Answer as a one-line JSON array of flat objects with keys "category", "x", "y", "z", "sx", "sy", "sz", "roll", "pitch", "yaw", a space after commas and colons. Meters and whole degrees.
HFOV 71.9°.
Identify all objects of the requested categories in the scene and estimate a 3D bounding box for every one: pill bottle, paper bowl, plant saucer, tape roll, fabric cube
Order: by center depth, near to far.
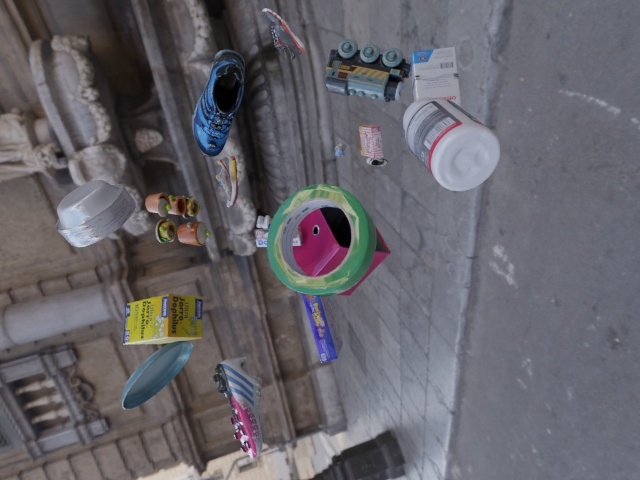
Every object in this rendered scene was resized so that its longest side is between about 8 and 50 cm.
[{"category": "pill bottle", "x": 0.337, "y": -0.282, "z": 1.208, "sx": 0.319, "sy": 0.176, "sz": 0.177, "roll": -106, "pitch": 8, "yaw": -54}, {"category": "tape roll", "x": 0.000, "y": 0.000, "z": 1.284, "sx": 0.077, "sy": 0.321, "sz": 0.322, "roll": 26, "pitch": -138, "yaw": -63}, {"category": "fabric cube", "x": 0.042, "y": 0.022, "z": 1.604, "sx": 0.258, "sy": 0.259, "sz": 0.254, "roll": -50, "pitch": 49, "yaw": 33}, {"category": "plant saucer", "x": -0.614, "y": 0.491, "z": 1.653, "sx": 0.043, "sy": 0.317, "sz": 0.318, "roll": 39, "pitch": 158, "yaw": 13}, {"category": "paper bowl", "x": -0.866, "y": -0.120, "z": 1.674, "sx": 0.148, "sy": 0.284, "sz": 0.284, "roll": 62, "pitch": 178, "yaw": -36}, {"category": "pill bottle", "x": -0.201, "y": -0.067, "z": 1.837, "sx": 0.067, "sy": 0.120, "sz": 0.067, "roll": -168, "pitch": 90, "yaw": -74}]

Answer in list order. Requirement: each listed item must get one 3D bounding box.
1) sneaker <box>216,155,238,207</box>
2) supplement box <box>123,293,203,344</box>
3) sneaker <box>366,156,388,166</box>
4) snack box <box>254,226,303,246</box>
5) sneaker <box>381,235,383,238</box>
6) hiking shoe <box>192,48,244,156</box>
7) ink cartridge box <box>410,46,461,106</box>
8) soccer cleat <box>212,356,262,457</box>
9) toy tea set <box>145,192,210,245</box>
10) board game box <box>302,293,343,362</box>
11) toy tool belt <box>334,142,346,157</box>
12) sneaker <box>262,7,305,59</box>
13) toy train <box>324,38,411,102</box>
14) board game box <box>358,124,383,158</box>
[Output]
[{"category": "sneaker", "x": -0.411, "y": -0.257, "z": 1.949, "sx": 0.088, "sy": 0.092, "sz": 0.226, "roll": 167, "pitch": 99, "yaw": -82}, {"category": "supplement box", "x": -0.739, "y": 0.376, "z": 2.070, "sx": 0.195, "sy": 0.356, "sz": 0.194, "roll": 16, "pitch": -116, "yaw": -52}, {"category": "sneaker", "x": 0.203, "y": -0.270, "z": 1.541, "sx": 0.037, "sy": 0.083, "sz": 0.032, "roll": -130, "pitch": 43, "yaw": -56}, {"category": "snack box", "x": -0.148, "y": -0.012, "z": 1.547, "sx": 0.022, "sy": 0.178, "sz": 0.064, "roll": -36, "pitch": -60, "yaw": -60}, {"category": "sneaker", "x": 0.225, "y": -0.009, "z": 2.009, "sx": 0.283, "sy": 0.122, "sz": 0.110, "roll": 82, "pitch": 162, "yaw": -59}, {"category": "hiking shoe", "x": -0.281, "y": -0.351, "z": 1.186, "sx": 0.132, "sy": 0.113, "sz": 0.304, "roll": -108, "pitch": 32, "yaw": -50}, {"category": "ink cartridge box", "x": 0.395, "y": -0.546, "z": 1.525, "sx": 0.086, "sy": 0.148, "sz": 0.203, "roll": 48, "pitch": -141, "yaw": -82}, {"category": "soccer cleat", "x": -0.236, "y": 0.530, "z": 1.451, "sx": 0.331, "sy": 0.143, "sz": 0.116, "roll": 59, "pitch": 143, "yaw": 28}, {"category": "toy tea set", "x": -0.512, "y": -0.081, "z": 1.651, "sx": 0.336, "sy": 0.124, "sz": 0.200, "roll": 4, "pitch": -95, "yaw": -77}, {"category": "board game box", "x": 0.008, "y": 0.338, "z": 1.984, "sx": 0.233, "sy": 0.078, "sz": 0.348, "roll": -28, "pitch": -78, "yaw": -81}, {"category": "toy tool belt", "x": 0.089, "y": -0.411, "z": 2.052, "sx": 0.083, "sy": 0.052, "sz": 0.051, "roll": 124, "pitch": 160, "yaw": -63}, {"category": "sneaker", "x": -0.114, "y": -0.581, "z": 1.250, "sx": 0.158, "sy": 0.065, "sz": 0.061, "roll": 43, "pitch": -171, "yaw": -17}, {"category": "toy train", "x": 0.174, "y": -0.635, "z": 1.681, "sx": 0.142, "sy": 0.333, "sz": 0.190, "roll": 40, "pitch": -112, "yaw": -75}, {"category": "board game box", "x": 0.237, "y": -0.472, "z": 2.100, "sx": 0.193, "sy": 0.045, "sz": 0.147, "roll": -135, "pitch": 34, "yaw": -69}]
